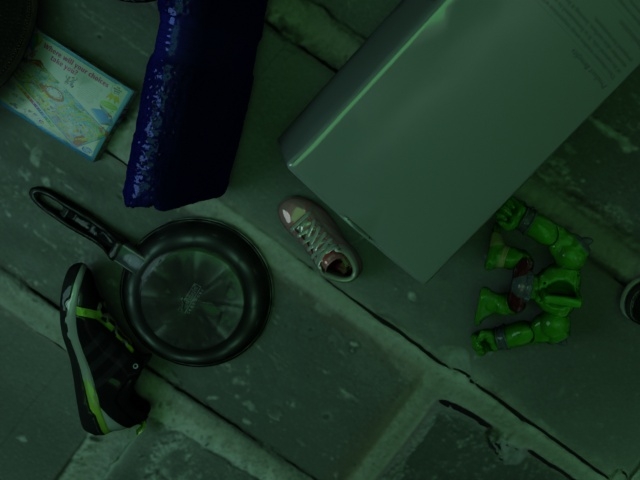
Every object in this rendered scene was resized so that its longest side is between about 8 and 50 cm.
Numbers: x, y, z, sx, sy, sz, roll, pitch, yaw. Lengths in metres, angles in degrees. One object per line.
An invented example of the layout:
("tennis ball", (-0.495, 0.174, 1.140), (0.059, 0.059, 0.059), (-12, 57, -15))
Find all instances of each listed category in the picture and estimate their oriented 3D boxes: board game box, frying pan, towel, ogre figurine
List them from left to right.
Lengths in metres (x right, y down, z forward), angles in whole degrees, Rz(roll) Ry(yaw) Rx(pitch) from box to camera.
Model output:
("board game box", (-0.315, -0.180, 1.040), (0.154, 0.026, 0.103), (33, 100, -3))
("frying pan", (-0.195, 0.018, 1.063), (0.197, 0.053, 0.326), (-35, 100, 7))
("towel", (-0.137, -0.193, 0.934), (0.076, 0.227, 0.308), (15, 101, 13))
("ogre figurine", (0.253, 0.055, 1.025), (0.118, 0.097, 0.197), (12, 89, 12))

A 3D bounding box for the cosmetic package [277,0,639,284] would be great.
("cosmetic package", (0.156, -0.168, 0.940), (0.385, 0.156, 0.217), (-44, 109, 10))

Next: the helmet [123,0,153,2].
("helmet", (-0.207, -0.350, 0.936), (0.169, 0.161, 0.169), (0, 100, 2))

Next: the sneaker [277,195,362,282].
("sneaker", (0.000, 0.000, 1.037), (0.051, 0.070, 0.134), (-44, 95, 11))

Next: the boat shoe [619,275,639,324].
("boat shoe", (0.485, 0.076, 1.028), (0.233, 0.079, 0.084), (2, 102, 4))

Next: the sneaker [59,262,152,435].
("sneaker", (-0.262, 0.135, 1.074), (0.097, 0.084, 0.235), (-7, 107, -4))

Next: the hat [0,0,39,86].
("hat", (-0.490, -0.285, 0.939), (0.331, 0.134, 0.331), (0, 82, 1))
